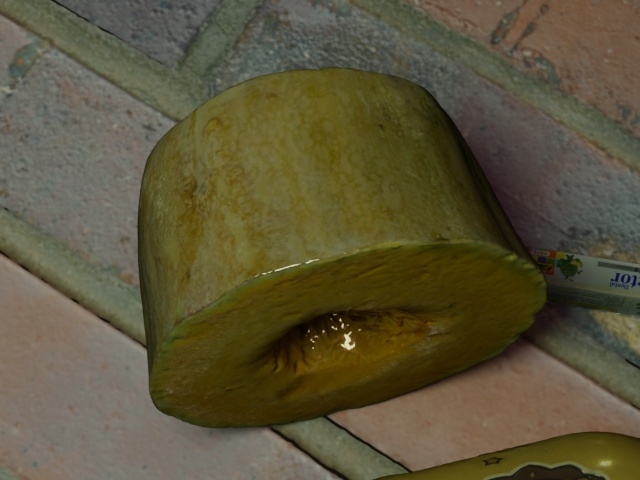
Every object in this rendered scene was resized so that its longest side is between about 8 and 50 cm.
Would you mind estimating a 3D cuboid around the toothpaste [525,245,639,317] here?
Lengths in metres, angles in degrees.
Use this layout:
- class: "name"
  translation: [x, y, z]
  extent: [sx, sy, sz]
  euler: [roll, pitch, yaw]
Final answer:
- class: "toothpaste"
  translation: [0.250, 0.040, 1.530]
  extent: [0.164, 0.046, 0.034]
  euler: [9, 67, 3]

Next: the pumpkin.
- class: "pumpkin"
  translation: [0.000, 0.000, 1.396]
  extent: [0.332, 0.332, 0.199]
  euler: [-12, 68, -5]

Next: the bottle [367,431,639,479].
- class: "bottle"
  translation: [0.208, 0.234, 1.394]
  extent: [0.351, 0.171, 0.172]
  euler: [-14, 71, -6]
